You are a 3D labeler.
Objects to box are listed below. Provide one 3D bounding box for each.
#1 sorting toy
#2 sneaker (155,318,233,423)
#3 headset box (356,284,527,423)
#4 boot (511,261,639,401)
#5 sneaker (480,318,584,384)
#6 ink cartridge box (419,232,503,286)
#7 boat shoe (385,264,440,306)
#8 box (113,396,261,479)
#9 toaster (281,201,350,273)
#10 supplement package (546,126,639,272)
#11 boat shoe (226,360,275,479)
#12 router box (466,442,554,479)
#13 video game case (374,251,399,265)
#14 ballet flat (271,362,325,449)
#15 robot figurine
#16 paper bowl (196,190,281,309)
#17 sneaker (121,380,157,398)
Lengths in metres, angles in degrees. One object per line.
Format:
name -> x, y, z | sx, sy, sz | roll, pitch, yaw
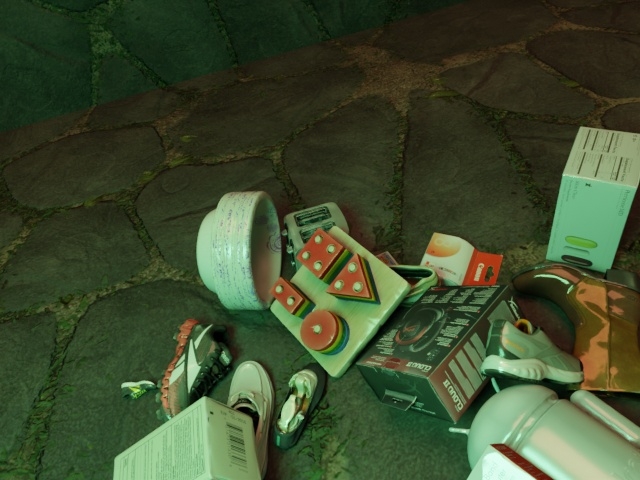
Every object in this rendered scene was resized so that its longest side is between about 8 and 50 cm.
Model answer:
sorting toy -> 0.020, 0.119, 1.152 | 0.257, 0.089, 0.255 | -52, 52, 2
sneaker -> -0.263, 0.283, 1.122 | 0.135, 0.098, 0.276 | -6, 41, 9
headset box -> 0.227, 0.215, 1.012 | 0.293, 0.110, 0.218 | -39, 15, -28
boot -> 0.532, 0.191, 1.090 | 0.264, 0.096, 0.280 | 8, 57, 18
sneaker -> 0.393, 0.201, 0.933 | 0.100, 0.271, 0.108 | -8, 71, 49
ink cartridge box -> 0.345, 0.056, 1.280 | 0.179, 0.045, 0.145 | 10, 47, 25
boat shoe -> 0.127, 0.103, 1.219 | 0.302, 0.103, 0.113 | -8, 55, 6
box -> -0.232, 0.404, 0.894 | 0.232, 0.127, 0.149 | -37, 41, 16
toaster -> 0.000, 0.000, 1.356 | 0.185, 0.110, 0.168 | -16, 39, -4
supplement package -> 0.641, -0.094, 1.214 | 0.145, 0.262, 0.204 | 15, 48, 27
boat shoe -> -0.150, 0.345, 1.038 | 0.096, 0.088, 0.267 | -6, 43, 6
router box -> 0.271, 0.496, 0.663 | 0.301, 0.082, 0.335 | 30, 91, 37
video game case -> 0.138, 0.078, 1.324 | 0.122, 0.011, 0.087 | -22, 42, -11
ballet flat -> -0.042, 0.321, 1.055 | 0.074, 0.074, 0.203 | 9, 46, 21
robot figurine -> 0.383, 0.366, 0.816 | 0.300, 0.200, 0.353 | -34, 47, -26
paper bowl -> -0.196, 0.024, 1.250 | 0.148, 0.284, 0.284 | -1, 43, 12
sneaker -> -0.403, 0.334, 1.153 | 0.083, 0.031, 0.035 | -8, 56, 10
